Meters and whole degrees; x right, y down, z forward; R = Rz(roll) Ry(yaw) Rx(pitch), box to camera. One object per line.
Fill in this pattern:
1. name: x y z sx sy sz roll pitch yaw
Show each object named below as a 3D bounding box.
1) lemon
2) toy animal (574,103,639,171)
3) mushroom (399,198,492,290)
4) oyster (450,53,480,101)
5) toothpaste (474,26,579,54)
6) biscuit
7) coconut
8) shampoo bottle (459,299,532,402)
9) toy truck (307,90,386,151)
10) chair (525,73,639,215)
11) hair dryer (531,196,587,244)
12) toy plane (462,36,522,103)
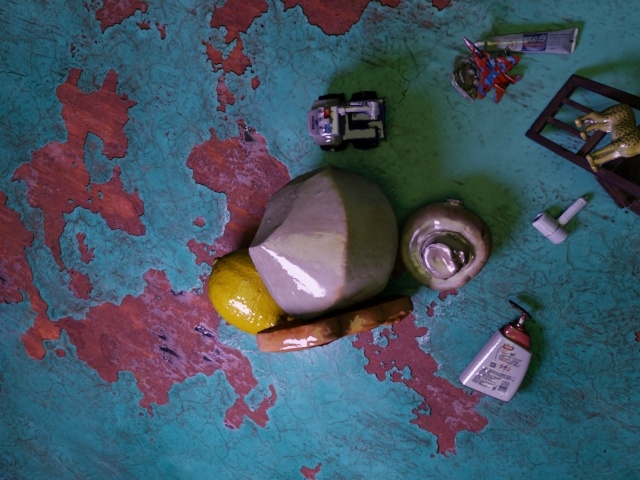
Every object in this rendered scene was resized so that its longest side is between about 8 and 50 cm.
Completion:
1. lemon: -0.196 0.157 1.274 0.320 0.245 0.245 38 110 -4
2. toy animal: 0.621 -0.229 0.876 0.136 0.181 0.073 -22 135 35
3. mushroom: 0.326 0.010 1.120 0.255 0.184 0.254 11 115 25
4. oyster: 0.374 -0.422 1.085 0.098 0.037 0.100 25 88 -10
5. toothpaste: 0.498 -0.484 1.028 0.234 0.038 0.060 4 107 13
6. biscuit: 0.046 0.218 1.128 0.350 0.455 0.078 -16 85 57
7. coconut: 0.000 0.000 1.085 0.345 0.415 0.415 14 109 47
8. shampoo bottle: 0.521 0.310 1.192 0.153 0.071 0.284 22 106 13
9. toy truck: 0.067 -0.317 1.119 0.213 0.177 0.161 0 104 16
10. chair: 0.728 -0.186 0.965 0.241 0.416 0.203 19 115 -36
11. hair dryer: 0.627 -0.065 1.086 0.082 0.047 0.137 43 105 4
12. toy plane: 0.410 -0.433 1.039 0.189 0.061 0.130 39 110 -14
